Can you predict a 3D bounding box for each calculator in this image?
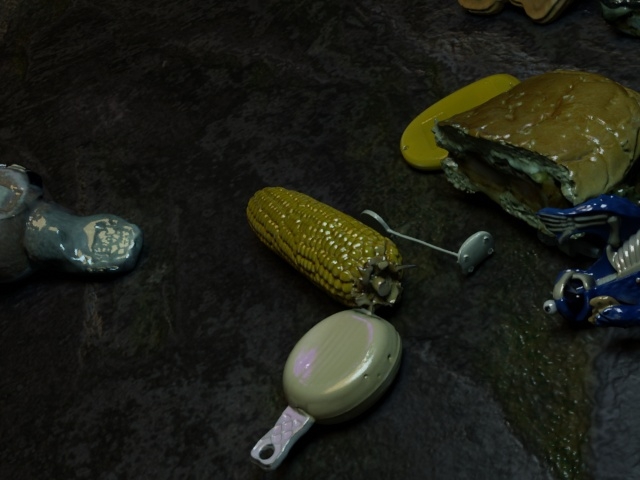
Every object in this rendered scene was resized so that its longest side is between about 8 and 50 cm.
[{"bbox_3d":[0.221,-0.171,1.588,0.234,0.032,0.146,-27,39,7],"label":"calculator"}]

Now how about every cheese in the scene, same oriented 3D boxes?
[{"bbox_3d":[-0.001,0.178,1.332,0.137,0.064,0.227,17,57,46],"label":"cheese"}]

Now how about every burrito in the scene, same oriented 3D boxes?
[{"bbox_3d":[0.490,-0.381,1.603,0.144,0.089,0.229,18,59,27],"label":"burrito"}]

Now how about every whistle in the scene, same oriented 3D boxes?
[{"bbox_3d":[-0.431,-0.005,1.757,0.347,0.189,0.189,12,52,14],"label":"whistle"},{"bbox_3d":[0.296,-0.001,1.358,0.035,0.035,0.100,-43,42,-15],"label":"whistle"}]

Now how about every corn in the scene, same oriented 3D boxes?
[{"bbox_3d":[0.000,0.000,1.489,0.106,0.106,0.305,-40,38,-12],"label":"corn"}]

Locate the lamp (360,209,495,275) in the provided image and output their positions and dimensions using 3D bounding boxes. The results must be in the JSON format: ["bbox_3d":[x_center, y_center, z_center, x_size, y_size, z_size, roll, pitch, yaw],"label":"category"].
[{"bbox_3d":[0.132,-0.009,1.460,0.198,0.050,0.056,24,66,43],"label":"lamp"}]

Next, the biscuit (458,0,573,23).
[{"bbox_3d":[0.326,-0.485,1.687,0.376,0.051,0.269,-50,57,34],"label":"biscuit"}]

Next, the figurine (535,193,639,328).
[{"bbox_3d":[0.366,0.020,1.231,0.262,0.164,0.120,-14,-2,27],"label":"figurine"}]

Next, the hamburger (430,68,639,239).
[{"bbox_3d":[0.294,-0.121,1.389,0.211,0.132,0.309,-32,31,-18],"label":"hamburger"}]
